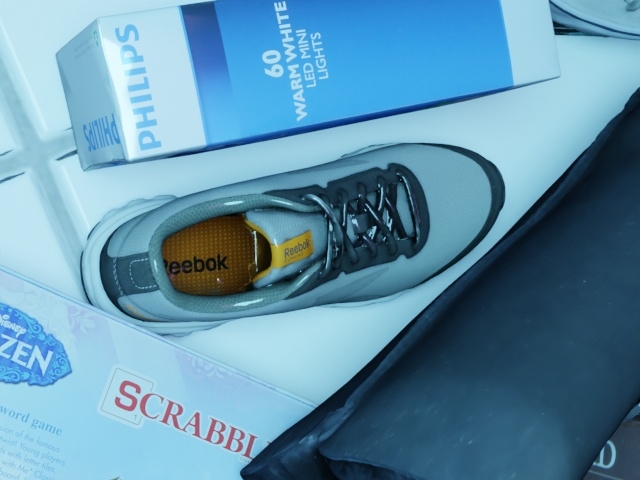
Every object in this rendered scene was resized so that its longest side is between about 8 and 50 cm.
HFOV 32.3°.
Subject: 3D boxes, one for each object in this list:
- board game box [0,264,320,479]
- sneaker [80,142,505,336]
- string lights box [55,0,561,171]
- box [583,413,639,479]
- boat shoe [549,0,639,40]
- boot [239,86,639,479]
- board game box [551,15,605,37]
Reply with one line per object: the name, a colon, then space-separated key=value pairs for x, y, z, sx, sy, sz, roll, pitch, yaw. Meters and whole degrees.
board game box: x=-0.132 y=0.204 z=0.589 sx=0.319 sy=0.066 sz=0.318 roll=27 pitch=66 yaw=-20
sneaker: x=0.000 y=0.000 z=0.660 sx=0.271 sy=0.108 sz=0.100 roll=-15 pitch=93 yaw=-23
string lights box: x=-0.009 y=-0.101 z=0.643 sx=0.260 sy=0.133 sz=0.076 roll=-13 pitch=96 yaw=-22
box: x=0.194 y=0.295 z=0.688 sx=0.143 sy=0.191 sz=0.381 roll=10 pitch=85 yaw=-22
boat shoe: x=0.164 y=-0.218 z=0.647 sx=0.367 sy=0.156 sz=0.136 roll=25 pitch=92 yaw=-32
boot: x=0.187 y=-0.011 z=0.570 sx=0.445 sy=0.367 sz=0.146 roll=-36 pitch=83 yaw=-29
board game box: x=0.157 y=-0.238 z=0.770 sx=0.126 sy=0.026 sz=0.186 roll=-2 pitch=90 yaw=-23
